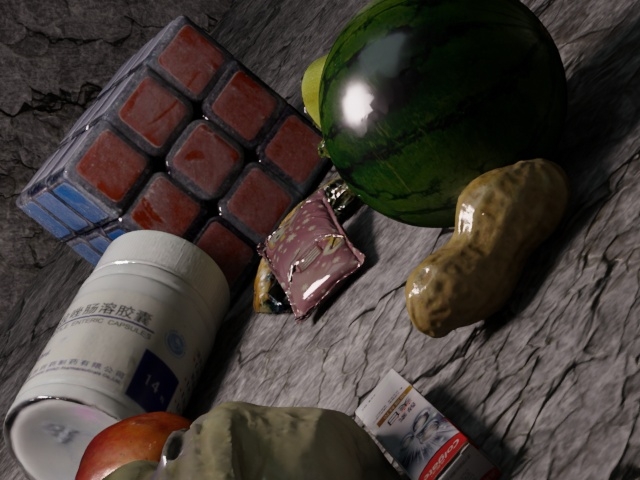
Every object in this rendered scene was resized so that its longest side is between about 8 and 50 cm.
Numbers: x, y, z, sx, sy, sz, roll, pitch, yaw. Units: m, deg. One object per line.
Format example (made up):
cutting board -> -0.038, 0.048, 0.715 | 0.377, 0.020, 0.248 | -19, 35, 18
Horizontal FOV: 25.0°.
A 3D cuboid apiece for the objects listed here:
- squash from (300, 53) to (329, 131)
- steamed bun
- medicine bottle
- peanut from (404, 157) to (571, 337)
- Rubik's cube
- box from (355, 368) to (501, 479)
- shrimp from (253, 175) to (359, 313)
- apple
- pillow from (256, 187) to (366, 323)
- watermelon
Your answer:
squash -> 0.053, -0.210, 1.961 | 0.123, 0.123, 0.186 | -54, 15, -14
steamed bun -> -0.092, 0.256, 1.097 | 0.275, 0.206, 0.320 | -38, 15, 44
medicine bottle -> -0.244, 0.150, 1.804 | 0.190, 0.190, 0.332 | -39, 19, 37
peanut -> 0.143, 0.003, 1.245 | 0.193, 0.089, 0.089 | -54, 15, -15
Rubik's cube -> -0.214, -0.094, 2.090 | 0.304, 0.305, 0.301 | -54, 16, -19
box -> 0.081, 0.158, 1.142 | 0.055, 0.039, 0.218 | -49, 15, -2
shrimp -> 0.000, 0.000, 1.763 | 0.262, 0.051, 0.198 | -40, 26, 33
apple -> -0.171, 0.247, 1.461 | 0.158, 0.147, 0.156 | -34, 1, 44
pillow -> -0.009, 0.018, 1.678 | 0.118, 0.043, 0.185 | -45, 31, 11
watermelon -> 0.113, -0.130, 1.370 | 0.242, 0.242, 0.242 | -46, 16, 16
